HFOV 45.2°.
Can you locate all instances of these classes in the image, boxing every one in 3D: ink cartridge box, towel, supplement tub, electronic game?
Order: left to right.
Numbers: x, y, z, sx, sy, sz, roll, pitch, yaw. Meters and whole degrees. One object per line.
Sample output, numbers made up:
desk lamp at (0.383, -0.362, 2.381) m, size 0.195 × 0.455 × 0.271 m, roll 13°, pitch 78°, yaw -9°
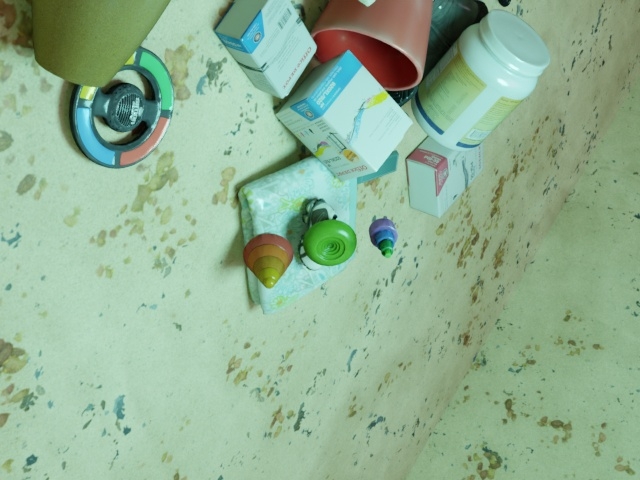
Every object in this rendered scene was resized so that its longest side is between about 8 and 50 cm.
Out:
electronic game at (-0.357, -0.242, 1.402) m, size 0.229 × 0.048 × 0.229 m, roll -33°, pitch 135°, yaw -41°
ink cartridge box at (-0.110, -0.421, 1.612) m, size 0.148 × 0.085 × 0.203 m, roll -58°, pitch 148°, yaw -12°
towel at (-0.045, -0.026, 1.920) m, size 0.320 × 0.090 × 0.375 m, roll -30°, pitch 133°, yaw -33°
ink cartridge box at (0.055, -0.280, 1.772) m, size 0.232 × 0.171 × 0.168 m, roll 44°, pitch 68°, yaw -19°
ink cartridge box at (0.400, -0.244, 2.439) m, size 0.283 × 0.117 × 0.207 m, roll -45°, pitch 142°, yaw -30°
supplement tub at (0.403, -0.402, 1.953) m, size 0.228 × 0.228 × 0.316 m, roll -28°, pitch 165°, yaw -45°

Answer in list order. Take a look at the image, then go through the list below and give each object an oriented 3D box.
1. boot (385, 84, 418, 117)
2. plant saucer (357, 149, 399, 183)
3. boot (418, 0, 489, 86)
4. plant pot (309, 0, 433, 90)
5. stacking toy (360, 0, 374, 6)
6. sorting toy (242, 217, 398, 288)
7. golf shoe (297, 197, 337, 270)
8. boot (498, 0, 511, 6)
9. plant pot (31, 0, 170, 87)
boot at (0.179, -0.342, 1.978) m, size 0.207 × 0.246 × 0.094 m, roll 7°, pitch 63°, yaw -56°
plant saucer at (0.168, -0.211, 2.217) m, size 0.192 × 0.018 × 0.067 m, roll -24°, pitch 129°, yaw -48°
boot at (0.255, -0.528, 2.011) m, size 0.222 × 0.118 × 0.338 m, roll 3°, pitch 144°, yaw -33°
plant pot at (0.137, -0.518, 1.773) m, size 0.275 × 0.274 × 0.243 m, roll 37°, pitch 70°, yaw -57°
stacking toy at (-0.029, -0.576, 1.470) m, size 0.130 × 0.309 × 0.280 m, roll -42°, pitch 151°, yaw -21°
sorting toy at (0.002, 0.041, 1.755) m, size 0.126 × 0.365 × 0.127 m, roll -96°, pitch 173°, yaw -55°
golf shoe at (0.000, 0.000, 1.847) m, size 0.077 × 0.094 × 0.198 m, roll -24°, pitch 131°, yaw -34°
boot at (0.557, -0.785, 2.393) m, size 0.099 × 0.045 × 0.121 m, roll -31°, pitch 126°, yaw -46°
plant pot at (-0.347, -0.377, 1.193) m, size 0.237 × 0.237 × 0.254 m, roll -5°, pitch 127°, yaw -54°
